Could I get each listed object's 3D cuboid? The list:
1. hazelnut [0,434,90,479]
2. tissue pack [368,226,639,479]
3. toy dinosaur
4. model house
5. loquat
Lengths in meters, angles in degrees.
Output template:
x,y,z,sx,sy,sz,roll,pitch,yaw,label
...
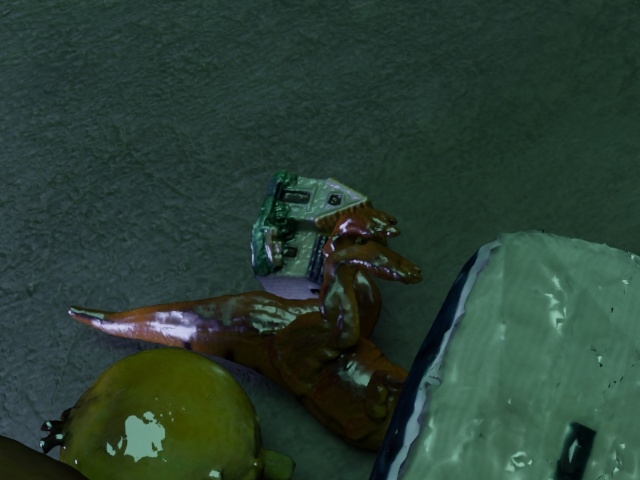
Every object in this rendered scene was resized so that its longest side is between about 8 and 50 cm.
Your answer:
x,y,z,sx,sy,sz,roll,pitch,yaw,label
-0.279,0.299,0.989,0.315,0.372,0.372,-1,36,-48,hazelnut
0.134,0.224,0.874,0.253,0.416,0.264,20,57,3,tissue pack
-0.004,0.069,1.200,0.432,0.097,0.208,29,102,26,toy dinosaur
0.000,0.000,1.285,0.100,0.088,0.101,7,60,18,model house
-0.122,0.173,1.150,0.204,0.149,0.172,10,54,1,loquat
